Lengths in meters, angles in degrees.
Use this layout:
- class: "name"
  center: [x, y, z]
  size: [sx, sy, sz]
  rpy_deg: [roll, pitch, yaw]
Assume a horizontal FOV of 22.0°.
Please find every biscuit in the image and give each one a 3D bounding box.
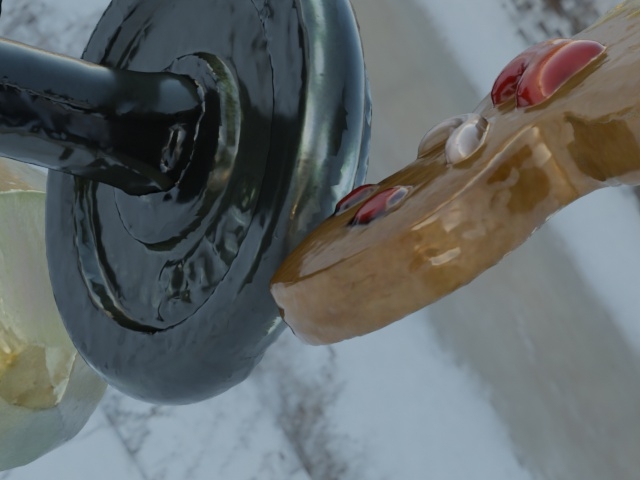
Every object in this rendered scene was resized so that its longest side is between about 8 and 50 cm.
- class: "biscuit"
  center: [0.090, -0.052, 0.464]
  size: [0.036, 0.250, 0.165]
  rpy_deg: [58, -5, -9]

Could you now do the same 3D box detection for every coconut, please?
- class: "coconut"
  center: [-0.264, 0.057, 1.223]
  size: [0.259, 0.259, 0.259]
  rpy_deg: [46, 24, -27]

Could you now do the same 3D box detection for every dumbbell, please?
- class: "dumbbell"
  center: [-0.103, -0.047, 0.589]
  size: [0.290, 0.192, 0.192]
  rpy_deg: [14, 45, -37]
